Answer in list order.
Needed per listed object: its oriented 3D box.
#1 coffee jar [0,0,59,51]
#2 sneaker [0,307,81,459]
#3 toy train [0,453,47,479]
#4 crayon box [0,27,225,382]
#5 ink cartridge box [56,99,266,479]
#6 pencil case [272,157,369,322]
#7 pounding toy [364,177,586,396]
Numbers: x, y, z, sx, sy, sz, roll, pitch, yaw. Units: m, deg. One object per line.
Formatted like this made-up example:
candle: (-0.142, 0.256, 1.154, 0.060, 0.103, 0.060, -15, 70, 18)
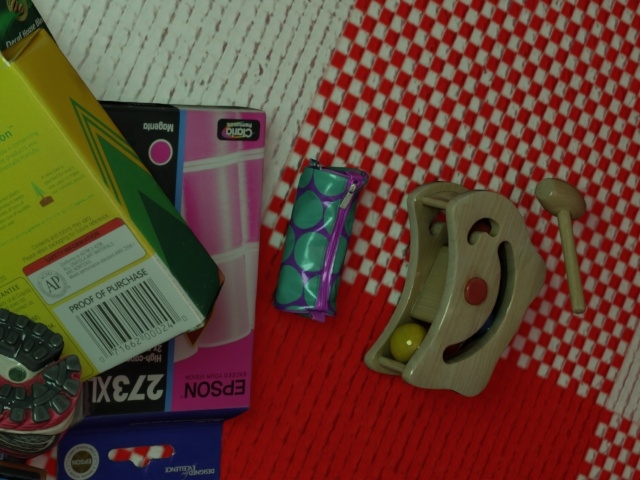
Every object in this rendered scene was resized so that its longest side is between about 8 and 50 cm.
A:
coffee jar: (-0.297, -0.212, 1.444, 0.184, 0.079, 0.096, 65, 35, -21)
sneaker: (-0.341, 0.090, 1.404, 0.299, 0.112, 0.121, 30, 55, 5)
toy train: (-0.325, 0.186, 1.497, 0.184, 0.080, 0.105, 16, 83, -32)
crayon box: (-0.252, -0.032, 1.426, 0.318, 0.202, 0.081, 56, 25, -18)
ink cartridge box: (-0.149, 0.057, 1.595, 0.176, 0.069, 0.371, -1, 100, -31)
pencil case: (0.000, 0.000, 1.669, 0.064, 0.070, 0.152, 11, 92, -32)
pounding toy: (0.163, 0.033, 1.722, 0.154, 0.155, 0.269, 38, 78, -34)
